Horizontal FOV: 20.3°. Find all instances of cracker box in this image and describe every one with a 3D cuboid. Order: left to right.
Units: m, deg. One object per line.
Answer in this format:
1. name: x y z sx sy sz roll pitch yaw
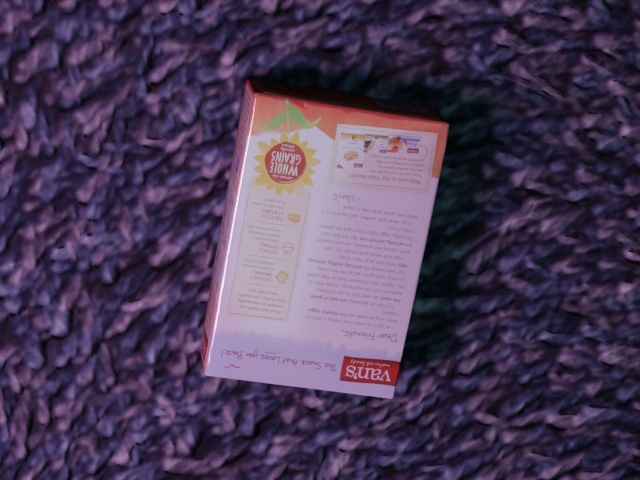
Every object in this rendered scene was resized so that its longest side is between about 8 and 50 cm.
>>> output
1. cracker box: 0.000 0.000 1.414 0.156 0.067 0.232 8 104 -11
